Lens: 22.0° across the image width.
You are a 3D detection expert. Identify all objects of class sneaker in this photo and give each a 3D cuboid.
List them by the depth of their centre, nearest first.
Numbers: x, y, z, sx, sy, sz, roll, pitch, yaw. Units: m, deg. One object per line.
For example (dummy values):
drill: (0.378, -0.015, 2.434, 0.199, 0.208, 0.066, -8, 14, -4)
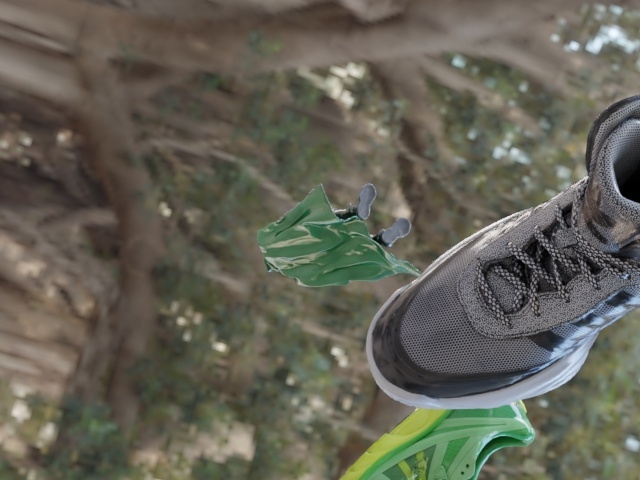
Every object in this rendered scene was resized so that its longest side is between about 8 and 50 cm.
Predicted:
sneaker: (0.135, 0.001, 0.866, 0.269, 0.153, 0.101, -24, -112, 9)
sneaker: (0.101, 0.253, 1.685, 0.295, 0.123, 0.109, -40, 165, -11)

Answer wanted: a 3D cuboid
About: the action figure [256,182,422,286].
action figure: (0.000, 0.000, 1.643, 0.063, 0.137, 0.232, -52, -163, -27)
